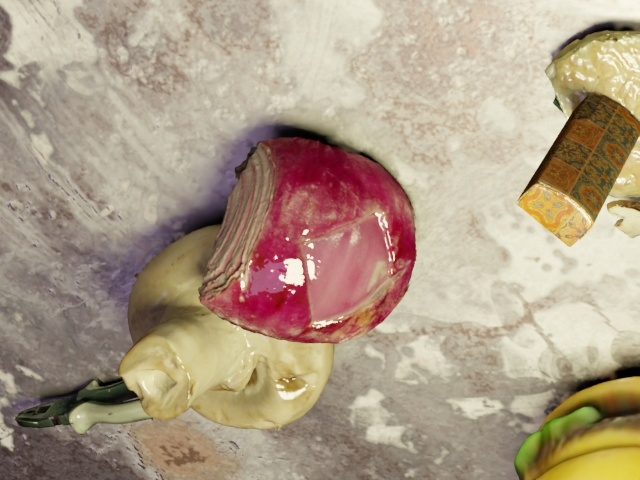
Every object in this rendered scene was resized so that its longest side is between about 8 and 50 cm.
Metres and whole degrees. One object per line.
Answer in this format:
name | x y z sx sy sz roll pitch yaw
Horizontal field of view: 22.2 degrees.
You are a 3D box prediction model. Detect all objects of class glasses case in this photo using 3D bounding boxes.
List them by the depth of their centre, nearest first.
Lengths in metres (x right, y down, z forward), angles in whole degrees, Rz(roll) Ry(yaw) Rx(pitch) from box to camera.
glasses case | 0.280 -0.080 1.731 0.075 0.218 0.049 40 128 -1

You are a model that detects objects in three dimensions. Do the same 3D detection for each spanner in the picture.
spanner | -0.312 0.238 2.356 0.325 0.095 0.040 -13 117 29

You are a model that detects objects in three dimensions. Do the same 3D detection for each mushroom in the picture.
mushroom | 0.375 -0.021 1.910 0.101 0.019 0.049 34 135 -31
mushroom | -0.133 0.141 2.085 0.292 0.290 0.292 13 123 20

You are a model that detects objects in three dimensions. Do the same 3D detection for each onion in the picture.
onion | 0.000 0.000 1.950 0.247 0.250 0.111 18 169 -4

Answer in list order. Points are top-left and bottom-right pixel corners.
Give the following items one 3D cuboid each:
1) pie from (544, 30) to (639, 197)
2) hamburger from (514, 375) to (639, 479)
pie | 0.361 -0.142 1.826 0.185 0.052 0.218 -12 115 32
hamburger | 0.418 0.345 2.003 0.396 0.277 0.395 12 130 15
